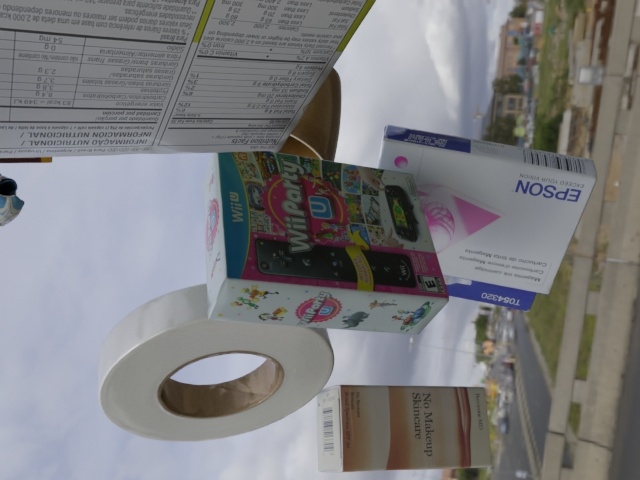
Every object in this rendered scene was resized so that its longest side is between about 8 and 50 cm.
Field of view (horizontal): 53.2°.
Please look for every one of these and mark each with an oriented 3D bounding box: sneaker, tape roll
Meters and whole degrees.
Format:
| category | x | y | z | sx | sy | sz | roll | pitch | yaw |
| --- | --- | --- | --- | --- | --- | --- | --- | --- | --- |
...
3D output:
| category | x | y | z | sx | sy | sz | roll | pitch | yaw |
| --- | --- | --- | --- | --- | --- | --- | --- | --- | --- |
| sneaker | -0.694 | -0.116 | 1.359 | 0.086 | 0.237 | 0.085 | -38 | -35 | -12 |
| tape roll | -0.167 | 0.213 | 1.064 | 0.392 | 0.392 | 0.072 | 74 | 179 | -50 |

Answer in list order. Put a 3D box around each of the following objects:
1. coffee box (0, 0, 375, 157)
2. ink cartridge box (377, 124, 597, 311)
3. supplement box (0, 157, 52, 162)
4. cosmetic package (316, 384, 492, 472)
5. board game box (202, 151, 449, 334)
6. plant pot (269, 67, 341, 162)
| category | x | y | z | sx | sy | sz | roll | pitch | yaw |
| --- | --- | --- | --- | --- | --- | --- | --- | --- | --- |
| coffee box | -0.173 | -0.303 | 0.577 | 0.334 | 0.338 | 0.338 | -49 | 54 | 51 |
| ink cartridge box | 0.239 | -0.010 | 1.066 | 0.071 | 0.324 | 0.330 | -73 | -9 | -53 |
| supplement box | -0.640 | -0.232 | 1.255 | 0.194 | 0.191 | 0.129 | -4 | -71 | -26 |
| cosmetic package | 0.151 | 0.346 | 1.178 | 0.129 | 0.296 | 0.153 | 138 | 132 | -62 |
| board game box | 0.000 | 0.000 | 0.867 | 0.097 | 0.303 | 0.224 | 120 | 148 | -46 |
| plant pot | -0.051 | -0.271 | 1.414 | 0.237 | 0.237 | 0.254 | 68 | -142 | -56 |
